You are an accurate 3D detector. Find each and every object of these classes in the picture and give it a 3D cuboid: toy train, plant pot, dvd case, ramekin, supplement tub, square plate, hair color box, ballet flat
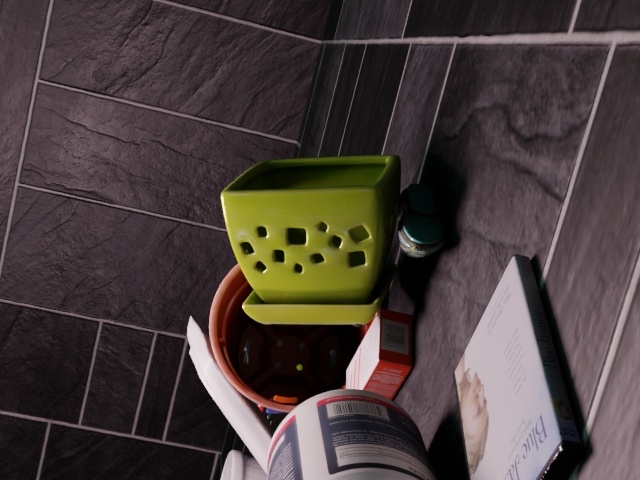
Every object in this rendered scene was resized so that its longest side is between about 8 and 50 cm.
[{"bbox_3d":[-0.065,0.317,1.972,0.143,0.105,0.248,-65,7,-9],"label":"toy train"},{"bbox_3d":[-0.047,0.172,1.576,0.265,0.272,0.272,105,175,-71],"label":"plant pot"},{"bbox_3d":[0.177,0.158,0.887,0.253,0.022,0.180,-90,15,-53],"label":"dvd case"},{"bbox_3d":[-0.159,0.599,2.029,0.273,0.127,0.272,-168,90,-80],"label":"ramekin"},{"bbox_3d":[0.040,0.296,0.999,0.272,0.191,0.191,-105,29,-72],"label":"supplement tub"},{"bbox_3d":[-0.138,0.316,1.709,0.049,0.347,0.344,-35,14,-8],"label":"square plate"},{"bbox_3d":[0.000,0.000,1.345,0.228,0.227,0.207,-53,-40,-71],"label":"plant pot"},{"bbox_3d":[0.082,0.185,1.343,0.167,0.053,0.093,115,166,-47],"label":"hair color box"},{"bbox_3d":[0.134,-0.012,1.274,0.188,0.070,0.070,-74,1,-62],"label":"ballet flat"}]
